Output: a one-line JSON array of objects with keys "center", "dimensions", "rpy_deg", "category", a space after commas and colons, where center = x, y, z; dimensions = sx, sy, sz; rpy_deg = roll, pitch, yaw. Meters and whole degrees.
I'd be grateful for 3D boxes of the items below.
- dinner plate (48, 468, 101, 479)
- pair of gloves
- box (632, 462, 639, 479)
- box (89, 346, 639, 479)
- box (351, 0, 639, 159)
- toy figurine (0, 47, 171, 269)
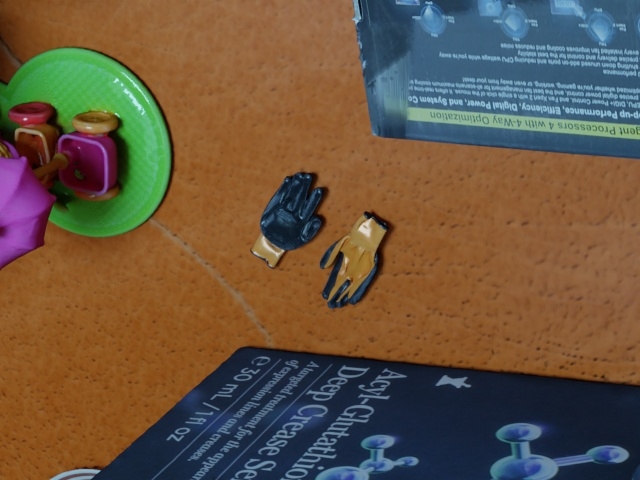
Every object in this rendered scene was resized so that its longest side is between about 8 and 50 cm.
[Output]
[{"center": [-0.147, 0.224, 1.328], "dimensions": [0.141, 0.017, 0.141], "rpy_deg": [8, 112, 21], "category": "dinner plate"}, {"center": [0.000, 0.000, 1.176], "dimensions": [0.083, 0.010, 0.074], "rpy_deg": [35, 121, 13], "category": "pair of gloves"}, {"center": [0.458, 0.075, 0.719], "dimensions": [0.480, 0.297, 0.472], "rpy_deg": [18, 119, -16], "category": "box"}, {"center": [0.070, 0.225, 1.065], "dimensions": [0.395, 0.293, 0.212], "rpy_deg": [4, 112, 23], "category": "box"}, {"center": [0.182, -0.195, 0.907], "dimensions": [0.395, 0.097, 0.318], "rpy_deg": [7, 115, 37], "category": "box"}, {"center": [-0.206, -0.042, 1.169], "dimensions": [0.173, 0.159, 0.130], "rpy_deg": [11, 114, 22], "category": "toy figurine"}]
